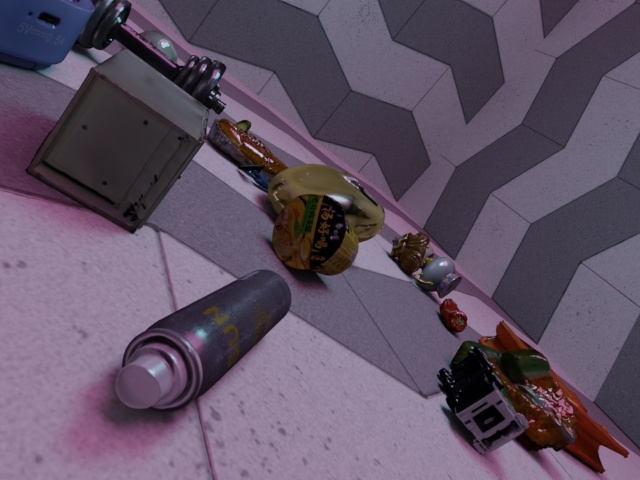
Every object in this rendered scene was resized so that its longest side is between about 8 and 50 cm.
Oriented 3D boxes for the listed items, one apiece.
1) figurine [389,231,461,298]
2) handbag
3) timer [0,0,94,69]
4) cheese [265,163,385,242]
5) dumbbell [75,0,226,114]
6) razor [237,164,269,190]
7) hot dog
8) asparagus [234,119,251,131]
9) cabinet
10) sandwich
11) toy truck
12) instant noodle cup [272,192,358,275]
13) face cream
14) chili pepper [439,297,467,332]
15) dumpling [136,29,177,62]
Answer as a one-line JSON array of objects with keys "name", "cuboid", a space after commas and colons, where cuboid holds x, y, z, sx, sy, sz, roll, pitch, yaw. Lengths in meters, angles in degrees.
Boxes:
[{"name": "figurine", "cuboid": [0.356, 0.073, 1.644, 0.189, 0.142, 0.263, -11, 49, -44]}, {"name": "handbag", "cuboid": [0.649, 0.433, 1.378, 0.303, 0.116, 0.410, 39, 14, -21]}, {"name": "timer", "cuboid": [-0.539, -0.444, 0.740, 0.395, 0.173, 0.395, 37, 14, -11]}, {"name": "cheese", "cuboid": [0.003, -0.089, 1.146, 0.259, 0.128, 0.316, 39, 25, 27]}, {"name": "dumbbell", "cuboid": [-0.388, -0.422, 1.067, 0.406, 0.179, 0.179, 35, 15, -21]}, {"name": "razor", "cuboid": [-0.103, -0.132, 1.234, 0.082, 0.042, 0.253, 5, -13, 37]}, {"name": "hot dog", "cuboid": [-0.173, -0.223, 1.251, 0.268, 0.075, 0.144, 35, 12, -34]}, {"name": "asparagus", "cuboid": [-0.258, -0.367, 1.545, 0.045, 0.041, 0.178, 30, 16, -10]}, {"name": "cabinet", "cuboid": [-0.247, -0.137, 0.627, 0.150, 0.145, 0.206, 35, 15, -25]}, {"name": "sandwich", "cuboid": [0.456, 0.326, 1.071, 0.250, 0.162, 0.301, 24, 18, -39]}, {"name": "toy truck", "cuboid": [0.304, 0.293, 0.896, 0.125, 0.101, 0.242, 54, 12, 2]}, {"name": "instant noodle cup", "cuboid": [0.000, 0.000, 0.909, 0.151, 0.151, 0.122, 50, 5, 33]}, {"name": "face cream", "cuboid": [-0.101, 0.088, 0.473, 0.073, 0.073, 0.283, 42, 14, 5]}, {"name": "chili pepper", "cuboid": [0.398, 0.226, 1.424, 0.070, 0.073, 0.123, -1, 12, 3]}, {"name": "dumpling", "cuboid": [-0.467, -0.546, 1.387, 0.153, 0.108, 0.219, 26, 23, -46]}]
